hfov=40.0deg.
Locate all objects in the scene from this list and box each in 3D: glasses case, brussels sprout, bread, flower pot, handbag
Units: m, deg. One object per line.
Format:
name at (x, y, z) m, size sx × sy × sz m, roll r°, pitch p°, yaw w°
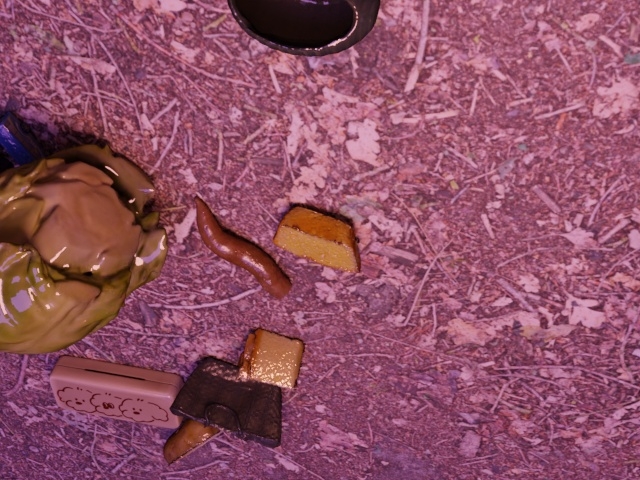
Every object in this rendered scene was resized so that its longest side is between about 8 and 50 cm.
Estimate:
glasses case at (-0.512, 0.385, 2.235) m, size 0.336 × 0.076 × 0.144 m, roll 7°, pitch 132°, yaw 10°
brussels sprout at (-0.528, 0.033, 1.693) m, size 0.361 × 0.425 × 0.342 m, roll -28°, pitch 93°, yaw 34°
bread at (0.000, 0.000, 1.740) m, size 0.187 × 0.065 × 0.103 m, roll 19°, pitch 144°, yaw 10°
flower pot at (-0.027, -0.383, 1.357) m, size 0.243 × 0.157 × 0.189 m, roll 14°, pitch 134°, yaw 3°
bread at (-0.114, 0.282, 2.038) m, size 0.147 × 0.127 × 0.152 m, roll 14°, pitch 166°, yaw 1°
handbag at (-0.208, 0.386, 2.078) m, size 0.270 × 0.175 × 0.089 m, roll 18°, pitch 131°, yaw -2°

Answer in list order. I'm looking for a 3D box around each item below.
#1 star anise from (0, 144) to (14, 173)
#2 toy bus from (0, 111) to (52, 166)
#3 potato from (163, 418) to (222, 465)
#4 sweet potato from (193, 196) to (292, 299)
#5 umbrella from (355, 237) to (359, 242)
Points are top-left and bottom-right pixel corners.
star anise at (-0.741, -0.162, 1.797) m, size 0.257 × 0.110 × 0.198 m, roll -13°, pitch 137°, yaw 31°
toy bus at (-0.594, -0.183, 1.767) m, size 0.051 × 0.061 × 0.153 m, roll -22°, pitch 120°, yaw 25°
potato at (-0.330, 0.496, 2.250) m, size 0.200 × 0.164 × 0.081 m, roll -41°, pitch 78°, yaw 33°
sweet potato at (-0.172, 0.023, 1.827) m, size 0.281 × 0.059 × 0.067 m, roll 38°, pitch 121°, yaw -19°
umbrella at (0.028, -0.027, 1.755) m, size 0.122 × 0.013 × 0.022 m, roll 30°, pitch 152°, yaw -13°
